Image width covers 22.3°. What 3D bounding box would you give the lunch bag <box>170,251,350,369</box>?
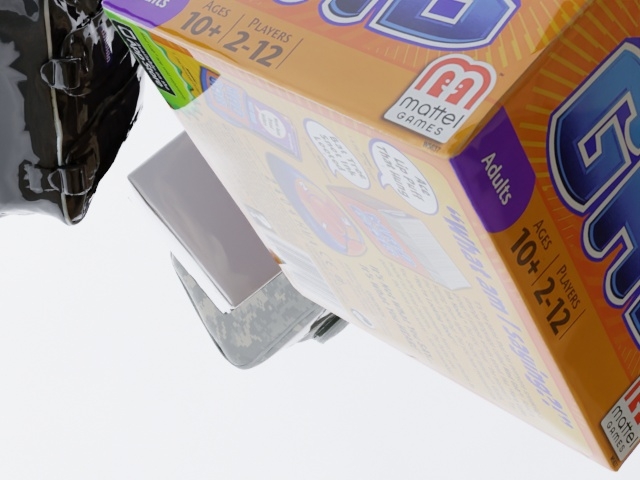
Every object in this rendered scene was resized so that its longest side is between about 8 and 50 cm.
[{"bbox_3d":[0.000,0.000,2.058,0.256,0.305,0.213,-23,-104,-41],"label":"lunch bag"}]

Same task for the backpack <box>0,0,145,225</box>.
[{"bbox_3d":[-0.244,-0.150,1.380,0.253,0.191,0.225,-60,-28,-58],"label":"backpack"}]

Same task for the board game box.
[{"bbox_3d":[0.140,-0.125,1.189,0.356,0.356,0.356,-48,-44,-15],"label":"board game box"}]

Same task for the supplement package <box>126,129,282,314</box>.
[{"bbox_3d":[-0.038,-0.081,1.687,0.293,0.177,0.175,-39,-89,-9],"label":"supplement package"}]
